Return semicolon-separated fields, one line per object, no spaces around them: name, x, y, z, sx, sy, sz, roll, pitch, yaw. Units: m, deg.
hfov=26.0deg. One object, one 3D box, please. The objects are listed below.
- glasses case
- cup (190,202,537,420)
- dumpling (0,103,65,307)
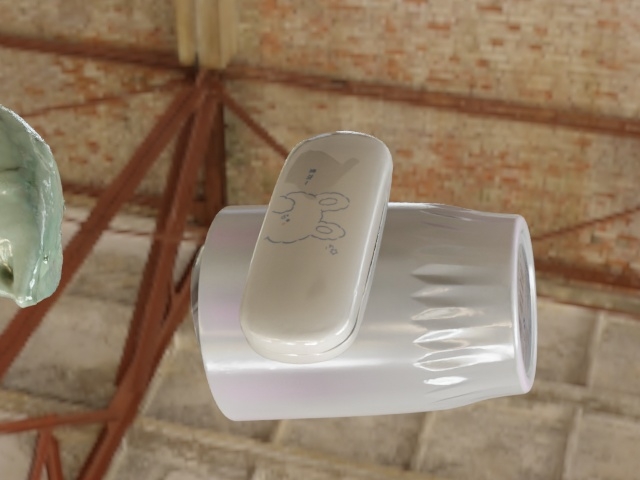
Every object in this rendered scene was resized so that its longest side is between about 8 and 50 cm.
glasses case;0.000;0.000;1.083;0.092;0.059;0.233;5;-133;13
cup;0.052;0.081;1.588;0.372;0.253;0.253;-1;-145;15
dumpling;-0.256;-0.033;1.175;0.149;0.105;0.216;6;-124;-45
